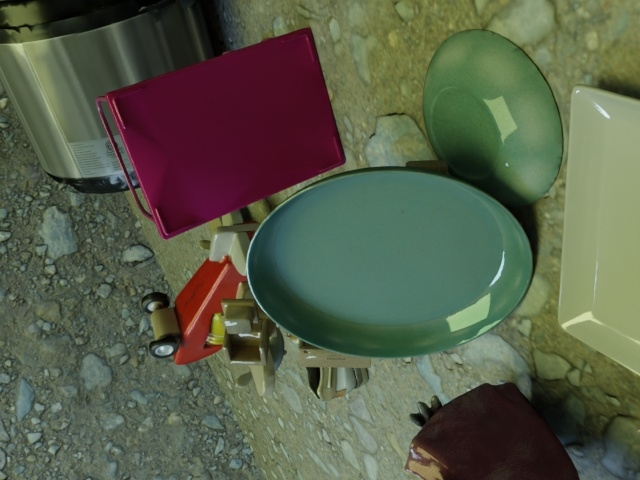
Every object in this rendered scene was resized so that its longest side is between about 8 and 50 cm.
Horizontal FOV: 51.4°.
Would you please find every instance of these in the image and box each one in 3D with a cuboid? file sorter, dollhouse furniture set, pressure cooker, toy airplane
[{"bbox_3d":[-0.152,-0.165,0.974,0.182,0.291,0.202,25,136,60],"label":"file sorter"},{"bbox_3d":[0.000,0.000,0.890,0.355,0.304,0.173,86,-175,-46],"label":"dollhouse furniture set"},{"bbox_3d":[-0.366,-0.337,1.138,0.376,0.370,0.420,31,144,46],"label":"pressure cooker"},{"bbox_3d":[-0.168,0.097,1.376,0.385,0.273,0.385,3,81,52],"label":"toy airplane"}]

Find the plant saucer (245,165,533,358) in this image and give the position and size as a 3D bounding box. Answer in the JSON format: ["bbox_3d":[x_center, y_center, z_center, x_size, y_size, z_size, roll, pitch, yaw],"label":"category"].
[{"bbox_3d":[0.075,0.030,0.761,0.317,0.318,0.043,90,-178,-46],"label":"plant saucer"}]

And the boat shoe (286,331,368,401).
[{"bbox_3d":[-0.009,0.159,1.239,0.113,0.103,0.302,-2,112,64],"label":"boat shoe"}]

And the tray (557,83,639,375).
[{"bbox_3d":[0.278,0.003,0.576,0.145,0.030,0.270,34,143,47],"label":"tray"}]

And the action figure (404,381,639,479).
[{"bbox_3d":[0.247,0.323,0.700,0.370,0.248,0.275,45,151,42],"label":"action figure"}]

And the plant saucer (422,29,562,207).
[{"bbox_3d":[0.160,-0.116,0.689,0.195,0.038,0.194,47,152,34],"label":"plant saucer"}]
